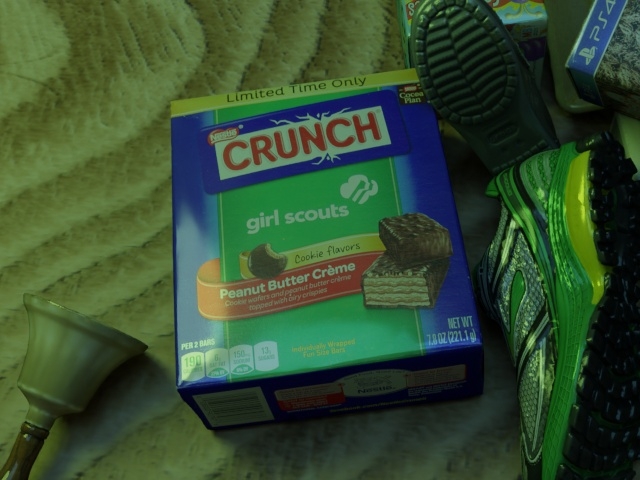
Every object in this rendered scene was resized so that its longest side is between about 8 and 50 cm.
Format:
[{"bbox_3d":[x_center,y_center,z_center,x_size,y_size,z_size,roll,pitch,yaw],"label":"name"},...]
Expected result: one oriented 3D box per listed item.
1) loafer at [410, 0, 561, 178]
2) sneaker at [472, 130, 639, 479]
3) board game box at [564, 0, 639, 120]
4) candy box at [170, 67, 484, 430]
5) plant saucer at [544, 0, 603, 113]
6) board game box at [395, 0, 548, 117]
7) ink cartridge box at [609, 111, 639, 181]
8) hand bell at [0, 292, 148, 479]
[{"bbox_3d":[0.165,-0.147,0.921,0.094,0.251,0.087,-22,32,21],"label":"loafer"},{"bbox_3d":[0.215,0.078,0.845,0.146,0.134,0.343,-15,58,42],"label":"sneaker"},{"bbox_3d":[0.404,-0.197,0.823,0.291,0.141,0.232,24,95,20],"label":"board game box"},{"bbox_3d":[0.000,0.000,0.900,0.268,0.122,0.317,-8,58,3],"label":"candy box"},{"bbox_3d":[0.390,-0.324,0.961,0.333,0.081,0.333,-9,95,22],"label":"plant saucer"},{"bbox_3d":[0.154,-0.291,1.039,0.142,0.144,0.275,-6,60,4],"label":"board game box"},{"bbox_3d":[0.437,-0.016,0.885,0.261,0.066,0.296,-5,59,4],"label":"ink cartridge box"},{"bbox_3d":[-0.265,0.184,0.857,0.126,0.126,0.242,18,77,17],"label":"hand bell"}]
